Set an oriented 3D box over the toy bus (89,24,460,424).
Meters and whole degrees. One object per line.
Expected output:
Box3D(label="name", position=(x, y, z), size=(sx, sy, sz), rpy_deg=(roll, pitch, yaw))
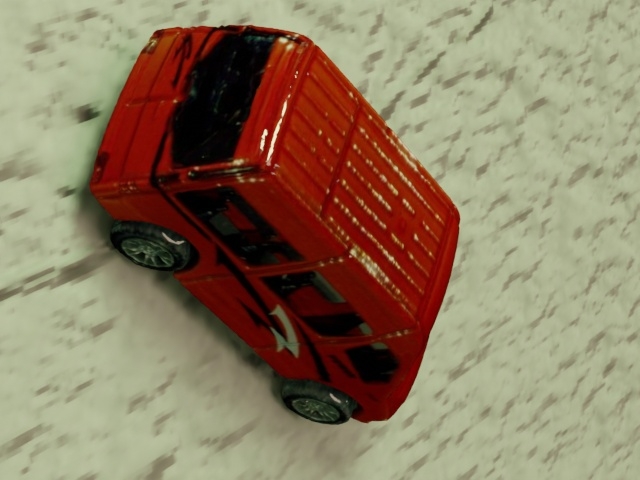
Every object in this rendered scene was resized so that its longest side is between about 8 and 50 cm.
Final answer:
Box3D(label="toy bus", position=(0.000, 0.000, 0.723), size=(0.195, 0.089, 0.081), rpy_deg=(47, 52, -43))
